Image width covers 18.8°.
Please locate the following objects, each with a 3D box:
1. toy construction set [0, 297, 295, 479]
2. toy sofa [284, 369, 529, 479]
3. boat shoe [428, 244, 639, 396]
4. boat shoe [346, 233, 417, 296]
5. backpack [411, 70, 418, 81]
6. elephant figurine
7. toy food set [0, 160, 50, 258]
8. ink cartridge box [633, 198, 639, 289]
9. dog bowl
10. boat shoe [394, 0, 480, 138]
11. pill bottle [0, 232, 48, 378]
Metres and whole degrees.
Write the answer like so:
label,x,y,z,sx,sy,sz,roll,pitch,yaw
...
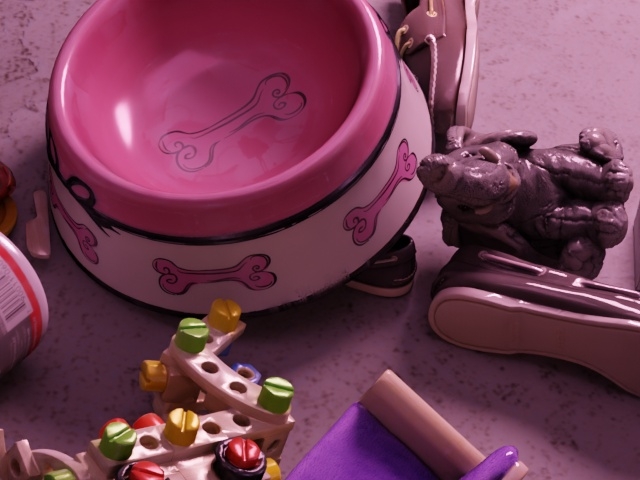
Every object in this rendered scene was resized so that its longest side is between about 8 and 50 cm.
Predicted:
label,x,y,z,sx,sy,sz,roll,pitch,yaw
toy construction set,-0.160,0.177,1.711,0.327,0.151,0.215,-22,50,-28
toy sofa,0.007,0.271,1.610,0.150,0.177,0.362,42,51,3
boat shoe,0.275,0.077,1.923,0.335,0.112,0.095,14,49,9
boat shoe,0.000,0.000,1.980,0.206,0.065,0.075,13,45,3
backpack,0.042,-0.139,2.103,0.114,0.105,0.084,-15,28,-20
elephant figurine,0.184,-0.057,1.972,0.239,0.186,0.169,8,48,-13
toy food set,-0.375,-0.052,1.948,0.217,0.071,0.128,5,35,-5
ink cartridge box,0.410,0.005,2.051,0.150,0.063,0.109,9,45,-1
dog bowl,-0.094,-0.127,1.950,0.407,0.150,0.408,-5,53,7
boat shoe,0.131,-0.222,2.194,0.096,0.117,0.324,5,41,1
pill bottle,-0.392,0.110,1.732,0.161,0.161,0.283,31,48,19
